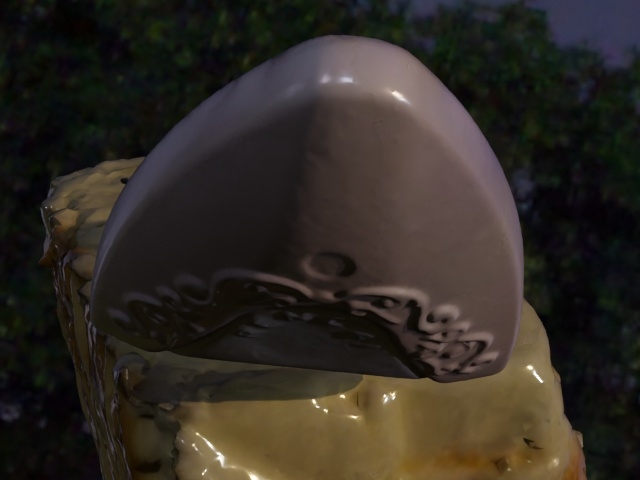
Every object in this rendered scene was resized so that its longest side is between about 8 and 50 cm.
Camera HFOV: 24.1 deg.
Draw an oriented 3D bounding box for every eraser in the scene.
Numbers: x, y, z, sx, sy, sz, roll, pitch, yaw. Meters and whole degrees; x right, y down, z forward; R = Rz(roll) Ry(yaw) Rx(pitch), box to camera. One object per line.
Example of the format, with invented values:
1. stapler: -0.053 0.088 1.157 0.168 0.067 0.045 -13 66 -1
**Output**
1. eraser: 0.000 0.001 0.626 0.204 0.059 0.243 6 -26 -2

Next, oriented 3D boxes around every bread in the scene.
1. bread: -0.001 0.152 0.986 0.371 0.279 0.390 -132 -155 -59
